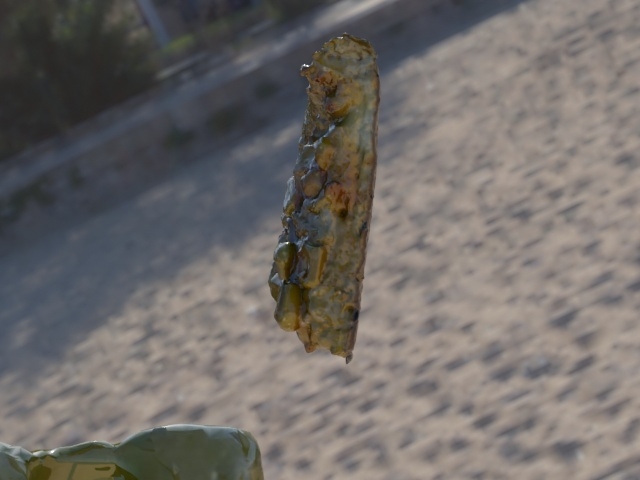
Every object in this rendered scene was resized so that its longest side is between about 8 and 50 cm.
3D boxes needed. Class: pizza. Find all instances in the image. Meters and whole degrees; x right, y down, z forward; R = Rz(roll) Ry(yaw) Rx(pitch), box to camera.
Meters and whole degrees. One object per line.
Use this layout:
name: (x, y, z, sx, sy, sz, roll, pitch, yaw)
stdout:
pizza: (0.000, 0.000, 0.763, 0.041, 0.131, 0.178, 6, -32, -4)

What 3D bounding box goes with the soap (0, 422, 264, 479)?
soap: (-0.059, 0.221, 0.434, 0.091, 0.315, 0.199, -1, -24, -14)
